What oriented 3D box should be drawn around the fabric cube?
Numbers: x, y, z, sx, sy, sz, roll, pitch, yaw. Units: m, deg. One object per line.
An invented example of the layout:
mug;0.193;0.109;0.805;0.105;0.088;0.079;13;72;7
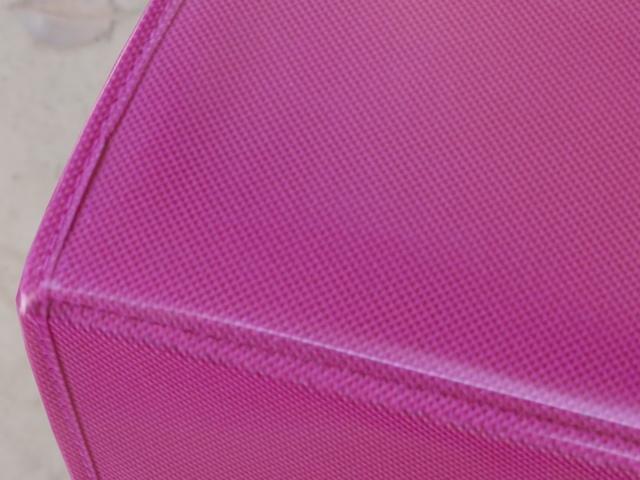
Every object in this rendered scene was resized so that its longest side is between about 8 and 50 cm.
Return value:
fabric cube;0.108;0.019;0.504;0.258;0.259;0.254;14;56;16
